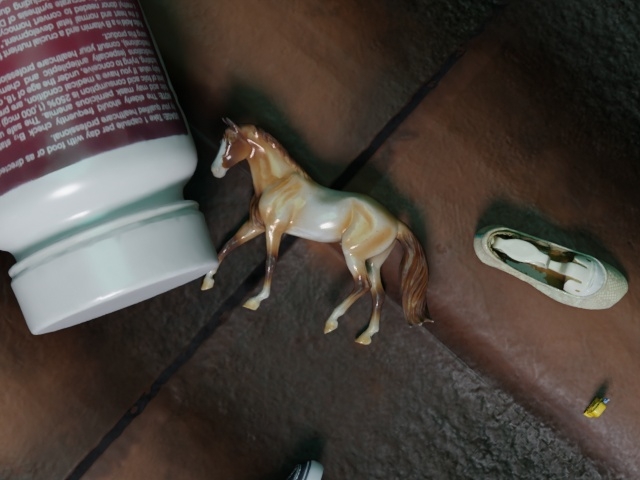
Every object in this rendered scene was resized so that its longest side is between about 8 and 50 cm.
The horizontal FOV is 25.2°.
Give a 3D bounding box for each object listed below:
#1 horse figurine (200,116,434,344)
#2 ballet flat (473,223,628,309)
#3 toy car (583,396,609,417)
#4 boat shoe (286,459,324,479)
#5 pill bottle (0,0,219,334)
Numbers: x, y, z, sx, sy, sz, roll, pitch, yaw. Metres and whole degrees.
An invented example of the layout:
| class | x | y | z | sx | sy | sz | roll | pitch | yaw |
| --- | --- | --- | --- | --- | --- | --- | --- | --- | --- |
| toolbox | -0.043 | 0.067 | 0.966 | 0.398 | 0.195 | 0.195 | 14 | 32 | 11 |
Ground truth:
| class | x | y | z | sx | sy | sz | roll | pitch | yaw |
| --- | --- | --- | --- | --- | --- | --- | --- | --- | --- |
| horse figurine | 0.000 | 0.000 | 1.433 | 0.263 | 0.066 | 0.174 | 19 | 90 | 1 |
| ballet flat | 0.235 | 0.029 | 1.449 | 0.168 | 0.052 | 0.057 | 18 | 84 | -2 |
| toy car | 0.333 | 0.161 | 1.449 | 0.122 | 0.040 | 0.060 | -34 | 88 | -6 |
| boat shoe | -0.072 | 0.283 | 1.402 | 0.083 | 0.065 | 0.183 | 31 | 85 | -2 |
| pill bottle | -0.251 | -0.125 | 1.349 | 0.224 | 0.224 | 0.392 | -21 | 86 | -5 |
